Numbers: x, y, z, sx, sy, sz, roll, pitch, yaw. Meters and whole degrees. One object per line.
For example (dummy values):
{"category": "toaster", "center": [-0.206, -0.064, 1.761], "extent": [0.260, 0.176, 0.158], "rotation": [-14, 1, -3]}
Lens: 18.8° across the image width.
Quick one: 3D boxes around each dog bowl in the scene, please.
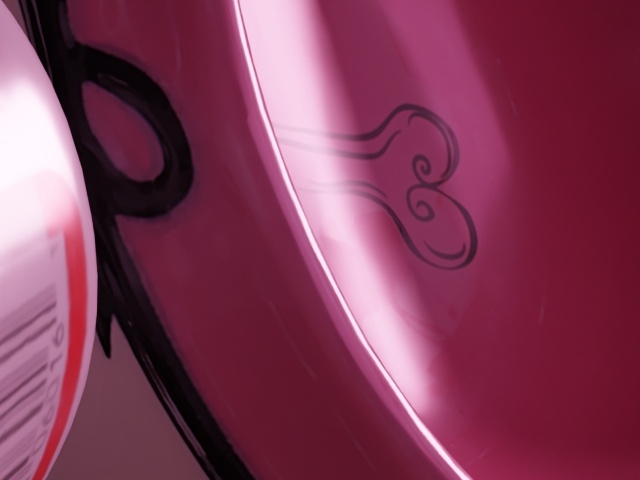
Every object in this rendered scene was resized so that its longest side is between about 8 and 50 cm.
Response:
{"category": "dog bowl", "center": [0.017, -0.028, 0.643], "extent": [0.408, 0.150, 0.408], "rotation": [30, 50, -43]}

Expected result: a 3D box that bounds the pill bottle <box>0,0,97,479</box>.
{"category": "pill bottle", "center": [-0.148, 0.033, 0.241], "extent": [0.283, 0.161, 0.161], "rotation": [-45, 118, -70]}
